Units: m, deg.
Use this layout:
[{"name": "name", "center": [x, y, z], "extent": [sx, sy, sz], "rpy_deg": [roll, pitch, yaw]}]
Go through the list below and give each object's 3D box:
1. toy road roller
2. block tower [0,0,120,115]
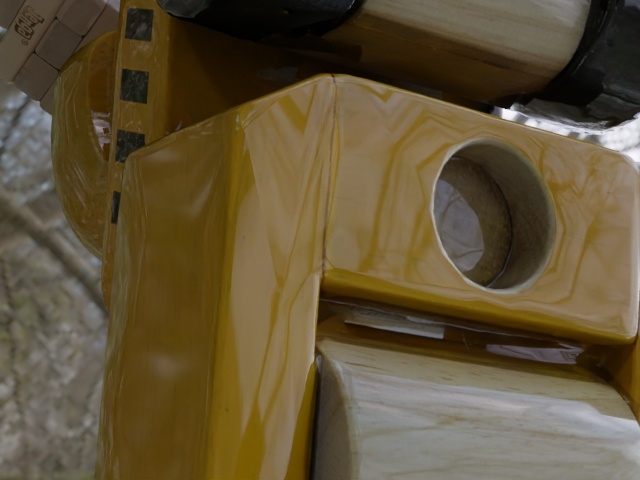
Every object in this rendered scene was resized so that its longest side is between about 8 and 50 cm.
[{"name": "toy road roller", "center": [0.000, 0.000, 0.600], "extent": [0.202, 0.330, 0.240], "rpy_deg": [12, -17, -31]}, {"name": "block tower", "center": [-0.152, -0.149, 0.790], "extent": [0.335, 0.097, 0.091], "rpy_deg": [36, -45, -10]}]
